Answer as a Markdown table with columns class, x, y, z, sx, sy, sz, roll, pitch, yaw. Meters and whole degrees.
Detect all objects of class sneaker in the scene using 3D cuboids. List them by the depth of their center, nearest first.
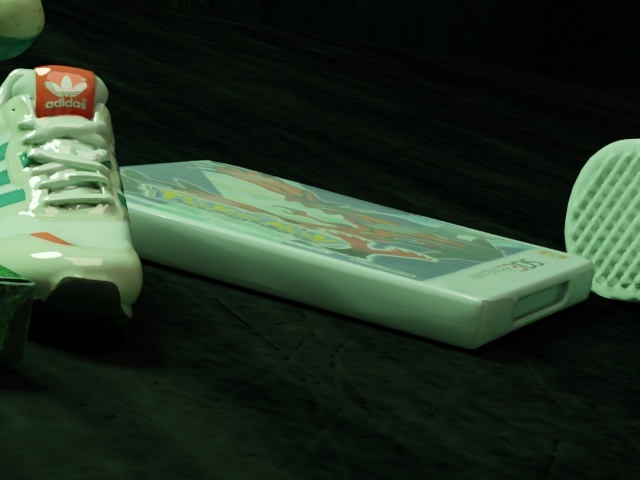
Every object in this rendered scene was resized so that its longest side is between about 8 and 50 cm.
| class | x | y | z | sx | sy | sz | roll | pitch | yaw |
| --- | --- | --- | --- | --- | --- | --- | --- | --- | --- |
| sneaker | -0.095 | -0.021 | 0.660 | 0.057 | 0.075 | 0.161 | 9 | 9 | -19 |
| sneaker | 0.240 | 0.010 | 0.841 | 0.161 | 0.102 | 0.282 | 12 | 8 | -21 |

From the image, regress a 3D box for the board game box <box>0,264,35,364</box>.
| class | x | y | z | sx | sy | sz | roll | pitch | yaw |
| --- | --- | --- | --- | --- | --- | --- | --- | --- | --- |
| board game box | -0.223 | 0.000 | 0.524 | 0.259 | 0.030 | 0.136 | 5 | 9 | -37 |

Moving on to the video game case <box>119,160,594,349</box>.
| class | x | y | z | sx | sy | sz | roll | pitch | yaw |
| --- | --- | --- | --- | --- | --- | --- | --- | --- | --- |
| video game case | 0.000 | 0.000 | 0.827 | 0.201 | 0.023 | 0.183 | 15 | 9 | 19 |

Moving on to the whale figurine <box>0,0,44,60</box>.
| class | x | y | z | sx | sy | sz | roll | pitch | yaw |
| --- | --- | --- | --- | --- | --- | --- | --- | --- | --- |
| whale figurine | -0.241 | -0.101 | 0.911 | 0.216 | 0.141 | 0.272 | 8 | 34 | -18 |
